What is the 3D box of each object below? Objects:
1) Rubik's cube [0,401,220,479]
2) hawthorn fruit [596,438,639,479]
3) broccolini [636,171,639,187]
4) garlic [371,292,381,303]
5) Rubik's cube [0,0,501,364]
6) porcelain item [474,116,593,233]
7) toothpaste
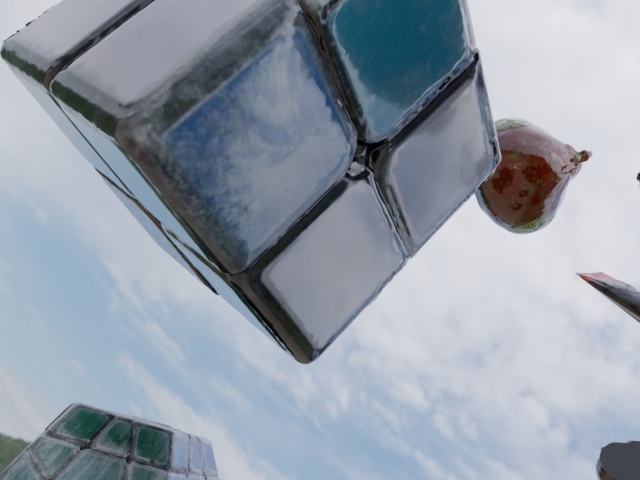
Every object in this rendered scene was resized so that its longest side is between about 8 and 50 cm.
[{"bbox_3d":[-0.268,0.348,0.724,0.264,0.319,0.318,-16,-60,7],"label":"Rubik's cube"},{"bbox_3d":[0.823,0.631,1.534,0.190,0.190,0.251,-19,-82,52],"label":"hawthorn fruit"},{"bbox_3d":[0.677,-0.101,1.114,0.044,0.042,0.218,44,2,-19],"label":"broccolini"},{"bbox_3d":[0.017,0.000,0.921,0.281,0.185,0.203,-151,-120,-66],"label":"garlic"},{"bbox_3d":[-0.054,-0.129,0.591,0.316,0.313,0.318,31,-20,43],"label":"Rubik's cube"},{"bbox_3d":[0.426,-0.139,1.195,0.253,0.253,0.252,27,-40,25],"label":"porcelain item"},{"bbox_3d":[0.523,0.101,1.010,0.193,0.071,0.045,-127,-137,-55],"label":"toothpaste"}]
